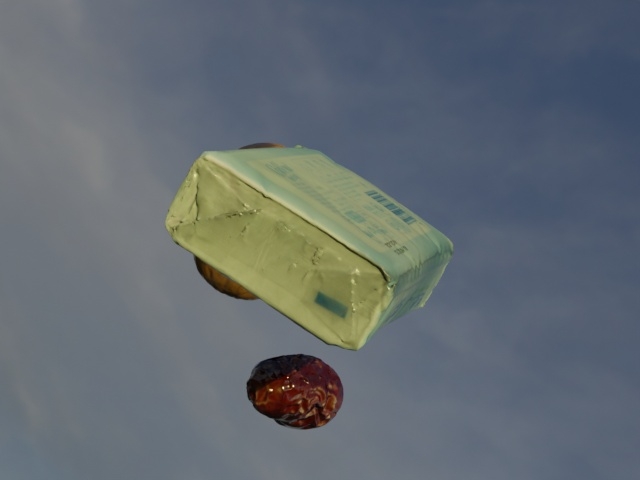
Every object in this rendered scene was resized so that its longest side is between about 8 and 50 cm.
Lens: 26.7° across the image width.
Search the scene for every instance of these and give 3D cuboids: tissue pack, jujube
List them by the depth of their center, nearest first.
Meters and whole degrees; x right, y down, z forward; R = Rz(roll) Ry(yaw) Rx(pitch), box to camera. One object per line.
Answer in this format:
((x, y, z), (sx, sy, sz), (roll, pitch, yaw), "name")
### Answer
((0.000, 0.000, 1.082), (0.177, 0.089, 0.263), (33, 14, 10), "tissue pack")
((-0.028, 0.144, 1.292), (0.077, 0.077, 0.129), (28, 4, 24), "jujube")

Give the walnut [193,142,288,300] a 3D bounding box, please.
((-0.077, -0.024, 1.693), (0.165, 0.197, 0.165), (29, 7, -4), "walnut")
